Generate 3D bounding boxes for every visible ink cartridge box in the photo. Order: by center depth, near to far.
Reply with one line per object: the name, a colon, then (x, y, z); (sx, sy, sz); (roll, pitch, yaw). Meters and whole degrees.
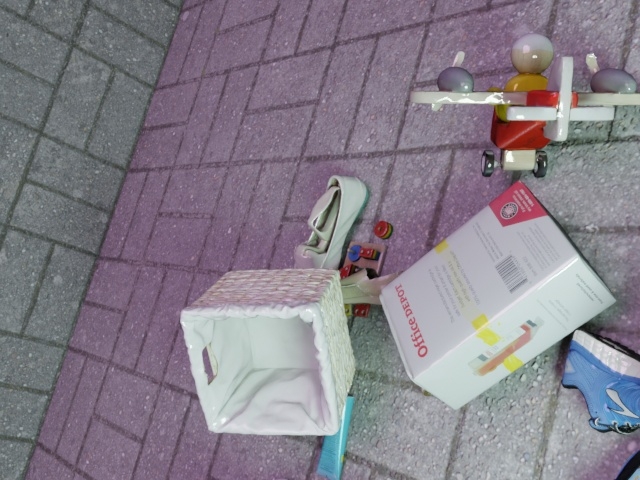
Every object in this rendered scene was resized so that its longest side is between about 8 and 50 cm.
ink cartridge box: (0.335, 0.109, 1.413); (0.384, 0.160, 0.279); (-40, 33, 17)

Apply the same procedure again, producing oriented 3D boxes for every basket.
basket: (-0.103, 0.249, 1.654); (0.331, 0.266, 0.328); (-3, 111, 18)

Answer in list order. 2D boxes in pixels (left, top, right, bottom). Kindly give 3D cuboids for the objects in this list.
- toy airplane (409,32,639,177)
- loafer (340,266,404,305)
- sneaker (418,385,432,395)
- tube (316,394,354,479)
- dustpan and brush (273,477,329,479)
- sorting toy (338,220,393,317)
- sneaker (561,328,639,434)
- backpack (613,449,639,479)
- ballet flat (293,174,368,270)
toy airplane: (0.428, -0.294, 1.410); (0.384, 0.386, 0.272); (-7, 79, 45)
loafer: (0.104, 0.112, 1.744); (0.268, 0.102, 0.092); (0, 90, 24)
sneaker: (0.271, 0.249, 1.562); (0.192, 0.064, 0.086); (-52, 42, 16)
tube: (0.037, 0.479, 1.722); (0.080, 0.052, 0.207); (4, 80, 53)
dustpan and brush: (-0.066, 0.635, 1.745); (0.211, 0.060, 0.147); (-43, 23, 25)
sorting toy: (0.097, 0.075, 1.854); (0.132, 0.046, 0.275); (6, 77, 49)
sneaker: (0.552, 0.284, 1.211); (0.330, 0.129, 0.147); (36, 108, 57)
backpack: (0.549, 0.427, 1.131); (0.173, 0.117, 0.158); (-44, 35, -24)
ballet flat: (0.000, 0.000, 1.932); (0.139, 0.139, 0.400); (21, 87, 50)
